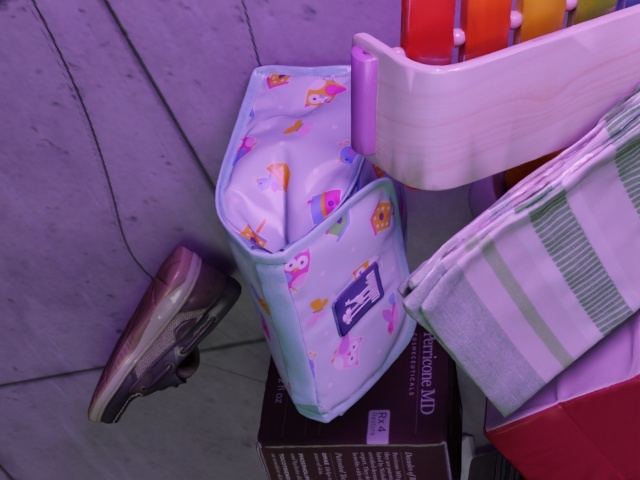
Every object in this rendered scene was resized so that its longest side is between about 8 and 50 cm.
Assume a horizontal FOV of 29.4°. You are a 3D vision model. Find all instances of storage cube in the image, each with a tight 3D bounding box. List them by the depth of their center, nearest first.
[{"bbox_3d":[0.299,0.159,1.256,0.183,0.215,0.193,-27,120,31],"label":"storage cube"}]

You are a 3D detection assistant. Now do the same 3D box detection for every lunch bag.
[{"bbox_3d":[0.000,0.000,1.097,0.160,0.262,0.223,-3,134,11],"label":"lunch bag"}]

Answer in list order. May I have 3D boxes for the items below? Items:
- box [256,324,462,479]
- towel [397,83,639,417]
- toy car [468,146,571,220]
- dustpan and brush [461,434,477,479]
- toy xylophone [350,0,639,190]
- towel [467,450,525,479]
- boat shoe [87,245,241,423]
[{"bbox_3d":[0.050,0.210,1.367,0.203,0.168,0.167,-3,134,11],"label":"box"},{"bbox_3d":[0.239,0.003,1.033,0.325,0.038,0.248,-39,137,4],"label":"towel"},{"bbox_3d":[0.235,-0.006,1.146,0.159,0.136,0.182,-20,129,25],"label":"toy car"},{"bbox_3d":[0.095,0.314,1.543,0.211,0.060,0.147,-5,134,12],"label":"dustpan and brush"},{"bbox_3d":[0.173,-0.116,0.976,0.322,0.081,0.236,-14,134,-23],"label":"toy xylophone"},{"bbox_3d":[0.282,0.324,1.326,0.312,0.324,0.056,-28,119,32],"label":"towel"},{"bbox_3d":[-0.178,0.124,1.364,0.092,0.103,0.285,26,127,-11],"label":"boat shoe"}]
